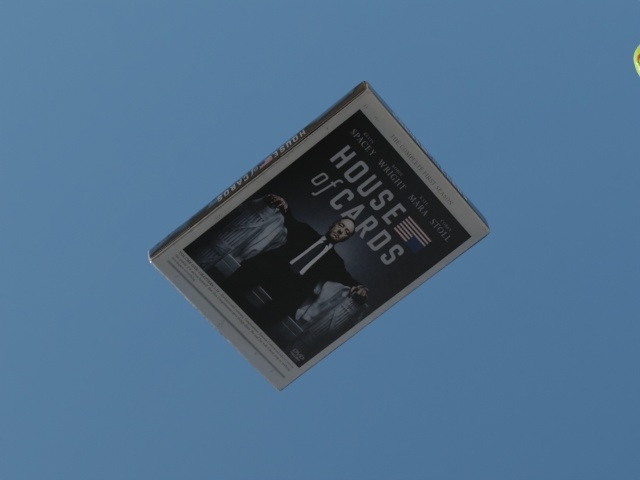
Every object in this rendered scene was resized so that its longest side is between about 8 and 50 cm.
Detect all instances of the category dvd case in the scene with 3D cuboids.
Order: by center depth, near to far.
[{"bbox_3d":[0.000,0.000,1.609,0.238,0.179,0.029,-38,-154,11],"label":"dvd case"}]

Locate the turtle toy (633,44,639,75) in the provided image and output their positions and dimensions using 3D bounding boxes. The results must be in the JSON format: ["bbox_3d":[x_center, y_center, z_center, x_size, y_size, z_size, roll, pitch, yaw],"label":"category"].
[{"bbox_3d":[0.340,-0.162,1.681,0.130,0.095,0.066,4,-142,-15],"label":"turtle toy"}]
